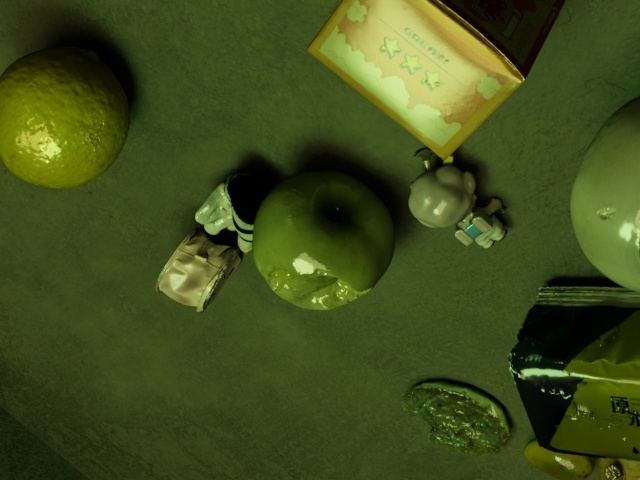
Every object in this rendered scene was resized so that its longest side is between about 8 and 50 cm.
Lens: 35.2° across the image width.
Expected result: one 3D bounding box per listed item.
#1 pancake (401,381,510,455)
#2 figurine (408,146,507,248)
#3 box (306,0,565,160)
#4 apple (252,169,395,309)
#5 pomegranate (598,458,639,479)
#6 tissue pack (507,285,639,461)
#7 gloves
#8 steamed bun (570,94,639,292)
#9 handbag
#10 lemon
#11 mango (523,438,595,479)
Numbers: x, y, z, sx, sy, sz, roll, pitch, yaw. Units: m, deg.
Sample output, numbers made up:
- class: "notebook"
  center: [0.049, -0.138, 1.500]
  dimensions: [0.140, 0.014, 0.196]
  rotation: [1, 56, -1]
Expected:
- class: "pancake"
  center: [0.307, 0.398, 2.259]
  dimensions: [0.254, 0.037, 0.253]
  rotation: [17, 138, 16]
- class: "figurine"
  center: [0.237, -0.061, 1.799]
  dimensions: [0.229, 0.112, 0.137]
  rotation: [38, 135, -21]
- class: "box"
  center: [0.179, -0.322, 1.435]
  dimensions: [0.259, 0.283, 0.214]
  rotation: [39, 138, -7]
- class: "apple"
  center: [0.000, 0.000, 1.896]
  dimensions: [0.279, 0.279, 0.279]
  rotation: [17, 137, 17]
- class: "pomegranate"
  center: [0.647, 0.456, 1.965]
  dimensions: [0.215, 0.215, 0.215]
  rotation: [17, 137, 17]
- class: "tissue pack"
  center: [0.571, 0.233, 1.766]
  dimensions: [0.416, 0.253, 0.264]
  rotation: [2, 131, 33]
- class: "gloves"
  center: [-0.164, -0.062, 2.050]
  dimensions: [0.140, 0.131, 0.219]
  rotation: [34, 170, -6]
- class: "steamed bun"
  center: [0.514, -0.076, 1.469]
  dimensions: [0.206, 0.324, 0.324]
  rotation: [53, 168, 55]
- class: "handbag"
  center: [-0.257, 0.064, 2.167]
  dimensions: [0.116, 0.179, 0.205]
  rotation: [32, 174, 3]
- class: "lemon"
  center: [-0.509, -0.236, 1.962]
  dimensions: [0.293, 0.293, 0.293]
  rotation: [17, 137, 17]
- class: "mango"
  center: [0.510, 0.469, 2.175]
  dimensions: [0.161, 0.076, 0.103]
  rotation: [5, 140, 39]
